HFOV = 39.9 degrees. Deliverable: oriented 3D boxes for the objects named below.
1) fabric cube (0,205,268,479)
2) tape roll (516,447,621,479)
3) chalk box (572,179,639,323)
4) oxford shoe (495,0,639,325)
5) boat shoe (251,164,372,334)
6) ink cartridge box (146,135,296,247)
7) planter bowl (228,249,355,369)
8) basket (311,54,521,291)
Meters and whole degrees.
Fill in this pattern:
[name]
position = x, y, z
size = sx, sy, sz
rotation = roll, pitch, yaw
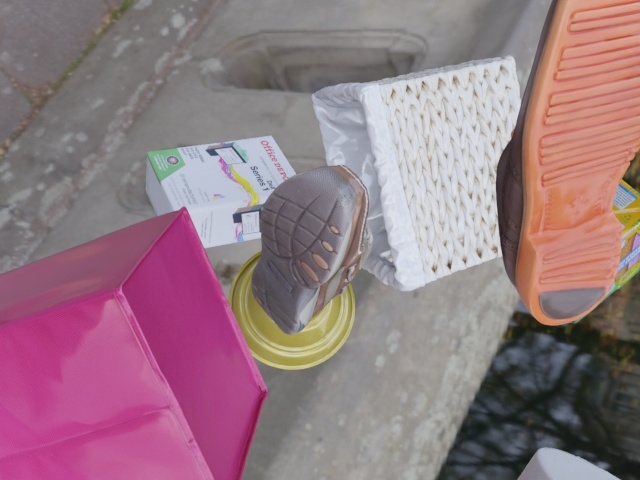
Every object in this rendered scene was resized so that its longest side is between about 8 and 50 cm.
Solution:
[fabric cube]
position = -0.233, 0.150, 0.921
size = 0.254, 0.258, 0.259
rotation = -75, 145, -72
[tape roll]
position = 0.388, 0.376, 0.986
size = 0.392, 0.392, 0.072
rotation = 24, 100, -51
[chalk box]
position = 0.468, 0.012, 1.613
size = 0.179, 0.180, 0.289
rotation = -37, 151, -11
[oxford shoe]
position = 0.216, -0.094, 0.825
size = 0.130, 0.132, 0.363
rotation = -10, 126, -16
[boat shoe]
position = 0.000, 0.000, 1.064
size = 0.116, 0.123, 0.324
rotation = -31, 166, -26
[ink cartridge box]
position = -0.194, -0.099, 1.802
size = 0.278, 0.201, 0.117
rotation = -11, 136, -23
[planter bowl]
position = -0.042, 0.099, 1.452
size = 0.090, 0.217, 0.217
rotation = 121, -8, -73
[basket]
position = 0.172, -0.121, 1.475
size = 0.267, 0.328, 0.331
rotation = -14, 100, -11
